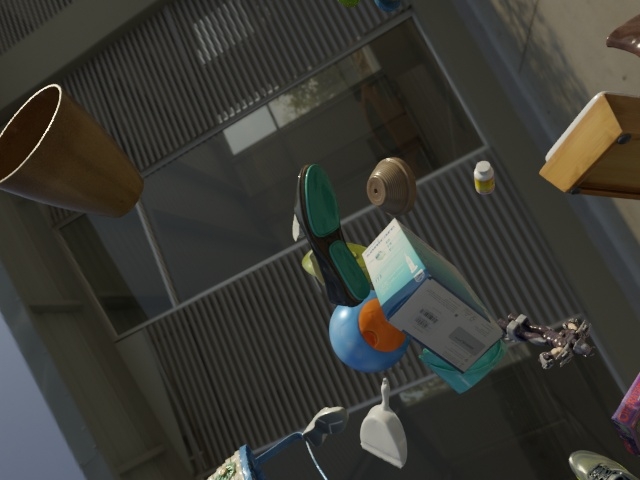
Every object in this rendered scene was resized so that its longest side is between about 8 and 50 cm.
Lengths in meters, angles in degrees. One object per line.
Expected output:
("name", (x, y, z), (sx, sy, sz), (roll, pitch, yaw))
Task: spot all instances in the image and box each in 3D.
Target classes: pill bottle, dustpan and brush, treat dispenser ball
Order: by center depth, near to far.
("pill bottle", (0.379, -0.146, 1.106), (0.083, 0.043, 0.044), (55, -167, -54))
("dustpan and brush", (0.166, 0.466, 1.254), (0.060, 0.147, 0.212), (-21, -70, -40))
("treat dispenser ball", (0.174, 0.322, 1.702), (0.288, 0.288, 0.288), (58, -167, -22))

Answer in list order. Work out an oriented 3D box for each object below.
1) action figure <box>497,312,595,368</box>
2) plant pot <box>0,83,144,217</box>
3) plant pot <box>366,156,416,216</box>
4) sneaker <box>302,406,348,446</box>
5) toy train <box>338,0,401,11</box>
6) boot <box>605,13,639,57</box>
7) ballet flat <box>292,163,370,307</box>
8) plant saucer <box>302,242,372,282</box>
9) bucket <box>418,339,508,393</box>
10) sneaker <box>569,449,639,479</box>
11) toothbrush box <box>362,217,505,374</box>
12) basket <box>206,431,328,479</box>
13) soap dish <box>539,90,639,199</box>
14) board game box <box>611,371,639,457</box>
("action figure", (0.688, 0.293, 1.445), (0.285, 0.185, 0.099), (14, 131, 57))
("plant pot", (-0.524, -0.158, 1.033), (0.254, 0.237, 0.237), (40, -155, -48))
("plant pot", (0.262, -0.206, 1.899), (0.237, 0.109, 0.238), (30, 127, 50))
("sneaker", (0.013, 0.354, 0.947), (0.053, 0.152, 0.061), (38, -136, 0))
("toy train", (0.062, -0.377, 0.668), (0.143, 0.247, 0.105), (-1, 104, 61))
("boot", (0.685, -0.396, 0.852), (0.090, 0.248, 0.207), (54, -176, -45))
("ballet flat", (0.000, 0.000, 0.902), (0.095, 0.096, 0.281), (-22, -87, -47))
("plant saucer", (0.068, 0.054, 1.350), (0.241, 0.240, 0.037), (-83, -3, -69))
("bucket", (0.504, 0.386, 1.679), (0.183, 0.281, 0.281), (46, -172, 14))
("sneaker", (0.769, 0.628, 1.237), (0.121, 0.111, 0.300), (44, 170, -18))
("toothbrush box", (0.226, 0.105, 1.026), (0.216, 0.126, 0.296), (36, -163, -19))
("basket", (-0.126, 0.604, 1.131), (0.254, 0.288, 0.201), (28, 140, 67))
("soap dish", (0.666, -0.190, 1.027), (0.229, 0.290, 0.118), (109, 161, -53))
("board game box", (0.898, 0.385, 1.262), (0.056, 0.347, 0.208), (26, 160, 50))
